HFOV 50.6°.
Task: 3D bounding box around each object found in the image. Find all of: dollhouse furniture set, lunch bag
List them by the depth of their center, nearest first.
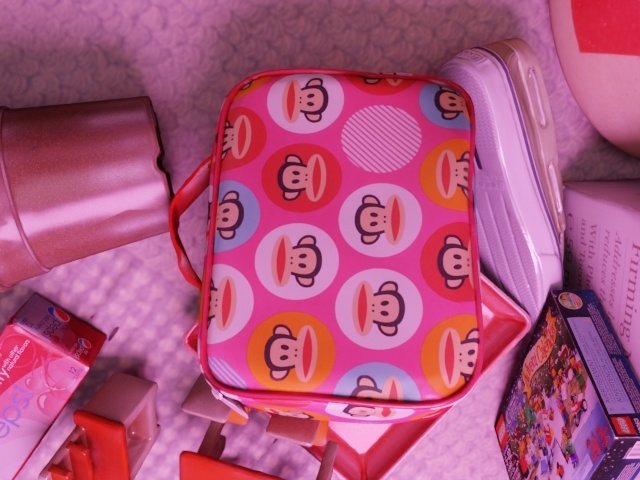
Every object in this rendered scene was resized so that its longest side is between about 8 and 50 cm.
[{"bbox_3d":[0.000,0.000,0.569,0.258,0.120,0.293,3,71,4],"label":"lunch bag"},{"bbox_3d":[-0.115,0.233,0.656,0.259,0.135,0.262,13,125,10],"label":"dollhouse furniture set"}]

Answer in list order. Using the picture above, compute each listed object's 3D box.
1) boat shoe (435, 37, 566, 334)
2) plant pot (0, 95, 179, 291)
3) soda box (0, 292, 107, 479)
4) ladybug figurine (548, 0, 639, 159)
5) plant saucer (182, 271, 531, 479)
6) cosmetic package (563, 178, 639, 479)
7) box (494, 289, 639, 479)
[{"bbox_3d":[0.199,-0.048,0.668,0.094,0.109,0.302,-28,115,-21],"label":"boat shoe"},{"bbox_3d":[-0.221,-0.055,0.610,0.165,0.167,0.167,-14,105,-9],"label":"plant pot"},{"bbox_3d":[-0.332,0.191,0.694,0.092,0.083,0.263,34,99,-12],"label":"soda box"},{"bbox_3d":[0.369,-0.285,0.596,0.304,0.162,0.450,0,104,-5],"label":"ladybug figurine"},{"bbox_3d":[0.036,0.089,0.705,0.259,0.048,0.258,41,98,-3],"label":"plant saucer"},{"bbox_3d":[0.427,0.130,0.585,0.327,0.394,0.330,-2,103,-4],"label":"cosmetic package"},{"bbox_3d":[0.235,0.184,0.657,0.044,0.159,0.233,0,132,-6],"label":"box"}]
